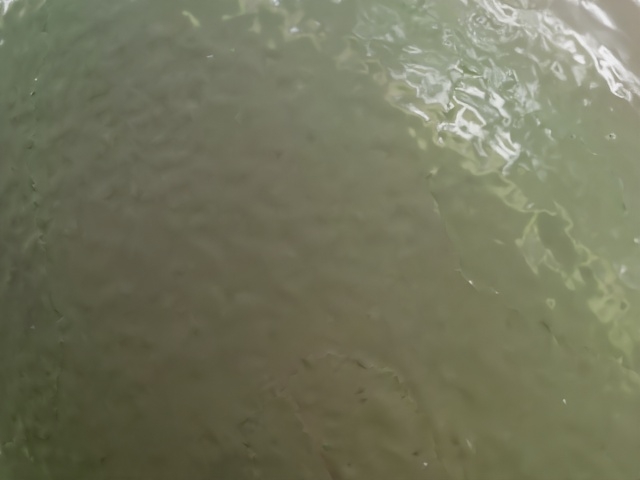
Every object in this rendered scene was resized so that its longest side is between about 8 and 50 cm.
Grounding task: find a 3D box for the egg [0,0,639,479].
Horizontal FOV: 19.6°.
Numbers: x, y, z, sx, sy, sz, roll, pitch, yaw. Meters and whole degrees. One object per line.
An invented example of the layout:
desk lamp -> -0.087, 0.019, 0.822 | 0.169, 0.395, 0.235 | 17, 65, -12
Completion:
egg -> 0.000, 0.000, 0.704 | 0.354, 0.354, 0.340 | -12, -61, 32
